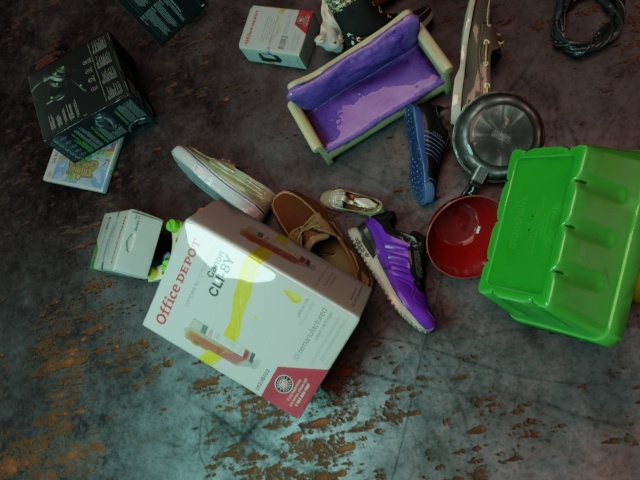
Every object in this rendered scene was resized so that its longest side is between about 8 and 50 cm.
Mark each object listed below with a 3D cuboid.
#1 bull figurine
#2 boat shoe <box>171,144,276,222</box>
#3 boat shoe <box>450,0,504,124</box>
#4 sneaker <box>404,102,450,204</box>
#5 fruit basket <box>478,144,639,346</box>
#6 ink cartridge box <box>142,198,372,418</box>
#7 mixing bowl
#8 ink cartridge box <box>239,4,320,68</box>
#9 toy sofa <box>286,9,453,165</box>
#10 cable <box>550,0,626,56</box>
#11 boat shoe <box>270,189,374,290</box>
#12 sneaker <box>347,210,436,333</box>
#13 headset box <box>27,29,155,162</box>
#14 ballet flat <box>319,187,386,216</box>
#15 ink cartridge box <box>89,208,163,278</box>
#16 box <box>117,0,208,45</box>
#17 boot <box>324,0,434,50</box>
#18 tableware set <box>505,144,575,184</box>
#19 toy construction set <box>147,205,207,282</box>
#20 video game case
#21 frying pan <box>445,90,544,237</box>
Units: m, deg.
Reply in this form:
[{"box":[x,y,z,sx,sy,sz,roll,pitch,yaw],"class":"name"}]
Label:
[{"box":[0.081,-0.613,1.380,0.310,0.188,0.101,-39,28,-4],"class":"bull figurine"},{"box":[-0.240,-0.152,1.396,0.302,0.109,0.094,38,74,12],"class":"boat shoe"},{"box":[0.363,-0.418,1.269,0.096,0.116,0.325,8,84,13],"class":"boat shoe"},{"box":[0.252,-0.198,1.265,0.090,0.081,0.232,-5,89,-14],"class":"sneaker"},{"box":[0.532,0.012,1.074,0.283,0.392,0.392,10,77,61],"class":"fruit basket"},{"box":[-0.132,0.136,1.153,0.384,0.160,0.279,30,113,4],"class":"ink cartridge box"},{"box":[0.302,-0.020,1.181,0.181,0.098,0.182,-1,110,-4],"class":"mixing bowl"},{"box":[-0.106,-0.529,1.449,0.175,0.072,0.128,14,82,19],"class":"ink cartridge box"},{"box":[0.112,-0.345,1.289,0.362,0.177,0.150,-30,70,7],"class":"toy sofa"},{"box":[0.603,-0.495,1.256,0.150,0.047,0.185,8,77,13],"class":"cable"},{"box":[0.000,0.000,1.268,0.122,0.120,0.324,-44,70,2],"class":"boat shoe"},{"box":[0.189,0.055,1.210,0.146,0.102,0.293,-34,70,5],"class":"sneaker"},{"box":[-0.631,-0.383,1.517,0.283,0.131,0.246,-28,65,3],"class":"headset box"},{"box":[0.074,-0.094,1.305,0.168,0.052,0.057,12,81,19],"class":"ballet flat"},{"box":[-0.479,0.010,1.369,0.208,0.086,0.153,0,74,54],"class":"ink cartridge box"},{"box":[-0.447,-0.674,1.483,0.184,0.261,0.103,-37,70,4],"class":"box"},{"box":[0.140,-0.543,1.319,0.236,0.085,0.179,-33,115,-1],"class":"boot"},{"box":[0.491,-0.151,1.215,0.168,0.020,0.141,14,81,19],"class":"tableware set"},{"box":[-0.246,0.039,1.314,0.327,0.151,0.215,16,82,19],"class":"toy construction set"},{"box":[-0.664,-0.241,1.570,0.212,0.023,0.193,12,81,18],"class":"video game case"},{"box":[0.338,-0.181,1.209,0.326,0.053,0.197,-41,91,6],"class":"frying pan"}]
